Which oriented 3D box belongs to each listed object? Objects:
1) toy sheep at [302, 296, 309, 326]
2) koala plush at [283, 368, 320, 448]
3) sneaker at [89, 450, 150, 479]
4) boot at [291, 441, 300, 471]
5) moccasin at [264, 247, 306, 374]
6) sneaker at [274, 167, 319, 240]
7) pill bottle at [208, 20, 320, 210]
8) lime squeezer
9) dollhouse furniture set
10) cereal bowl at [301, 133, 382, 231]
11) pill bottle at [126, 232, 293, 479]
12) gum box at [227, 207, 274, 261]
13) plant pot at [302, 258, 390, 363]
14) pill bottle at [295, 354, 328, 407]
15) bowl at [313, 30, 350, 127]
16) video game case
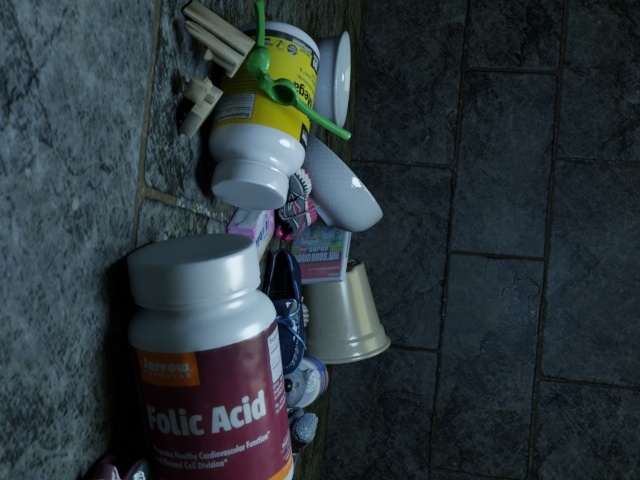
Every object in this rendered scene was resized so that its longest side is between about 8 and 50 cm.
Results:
[{"bbox_3d":[-0.077,0.238,2.121,0.091,0.091,0.132,1,99,-81],"label":"toy sheep"},{"bbox_3d":[-0.103,0.428,1.796,0.203,0.196,0.221,102,-3,-63],"label":"koala plush"},{"bbox_3d":[-0.266,0.399,0.979,0.281,0.106,0.162,81,13,-54],"label":"sneaker"},{"bbox_3d":[-0.175,0.537,1.511,0.096,0.264,0.280,20,95,-47],"label":"boot"},{"bbox_3d":[-0.116,0.182,1.799,0.117,0.138,0.342,67,14,-62],"label":"moccasin"},{"bbox_3d":[-0.087,-0.112,1.798,0.112,0.121,0.299,-47,145,-23],"label":"sneaker"},{"bbox_3d":[-0.112,-0.237,1.311,0.188,0.188,0.334,70,26,-69],"label":"pill bottle"},{"bbox_3d":[-0.070,-0.293,1.219,0.310,0.059,0.110,56,36,6],"label":"lime squeezer"},{"bbox_3d":[-0.217,-0.291,1.145,0.151,0.123,0.144,-49,-167,34],"label":"dollhouse furniture set"},{"bbox_3d":[0.017,-0.145,1.954,0.141,0.339,0.339,-44,165,-4],"label":"cereal bowl"},{"bbox_3d":[-0.168,0.199,1.029,0.224,0.224,0.392,-55,140,-72],"label":"pill bottle"},{"bbox_3d":[-0.155,-0.031,1.551,0.188,0.062,0.107,-71,164,-56],"label":"gum box"},{"bbox_3d":[0.064,0.235,2.388,0.334,0.334,0.305,-47,130,-75],"label":"plant pot"},{"bbox_3d":[-0.056,0.442,2.140,0.272,0.152,0.152,35,61,-79],"label":"pill bottle"},{"bbox_3d":[0.010,-0.501,2.105,0.298,0.134,0.297,4,90,-81],"label":"bowl"},{"bbox_3d":[0.000,0.000,2.120,0.025,0.204,0.285,41,51,-50],"label":"video game case"}]
